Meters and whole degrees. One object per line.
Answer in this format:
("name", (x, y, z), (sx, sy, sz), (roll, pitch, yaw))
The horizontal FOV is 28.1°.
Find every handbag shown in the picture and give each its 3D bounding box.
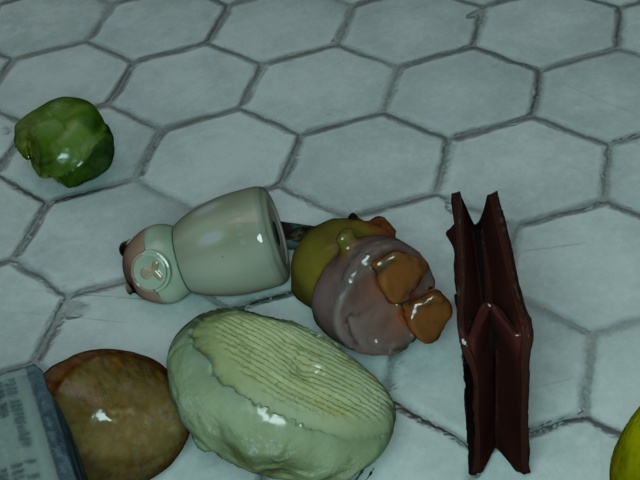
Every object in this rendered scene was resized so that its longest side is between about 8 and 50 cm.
("handbag", (0.203, 0.114, 1.546), (0.084, 0.260, 0.275), (-6, 41, 5))

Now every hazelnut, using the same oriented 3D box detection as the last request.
("hazelnut", (-0.270, 0.222, 1.585), (0.214, 0.176, 0.214), (-1, 1, 0))

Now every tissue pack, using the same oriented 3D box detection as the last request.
("tissue pack", (-0.271, 0.359, 1.312), (0.124, 0.288, 0.394), (-17, 39, -11))

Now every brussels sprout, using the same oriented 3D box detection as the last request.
("brussels sprout", (-0.420, -0.164, 2.127), (0.145, 0.131, 0.183), (-43, 44, -4))

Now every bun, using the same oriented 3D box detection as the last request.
("bun", (-0.052, 0.201, 1.542), (0.287, 0.146, 0.287), (20, 20, -8))

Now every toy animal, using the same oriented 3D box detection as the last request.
("toy animal", (0.053, 0.053, 1.722), (0.169, 0.195, 0.281), (-35, 27, -2))

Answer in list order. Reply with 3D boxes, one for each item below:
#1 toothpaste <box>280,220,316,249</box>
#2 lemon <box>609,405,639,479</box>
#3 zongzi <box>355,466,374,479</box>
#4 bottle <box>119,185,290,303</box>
("toothpaste", (0.000, 0.000, 1.906), (0.216, 0.037, 0.062), (7, 42, 27))
("lemon", (0.450, 0.246, 1.344), (0.319, 0.245, 0.245), (-17, 39, -20))
("zongzi", (0.057, 0.339, 1.478), (0.130, 0.062, 0.154), (33, 34, 14))
("bottle", (-0.173, 0.019, 1.837), (0.236, 0.147, 0.147), (-15, 38, 5))
